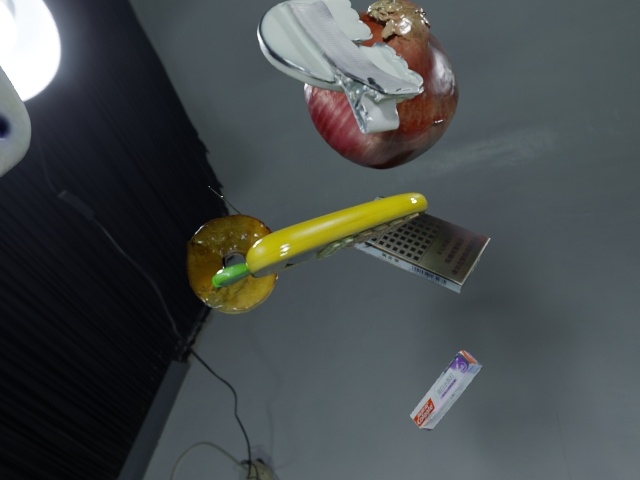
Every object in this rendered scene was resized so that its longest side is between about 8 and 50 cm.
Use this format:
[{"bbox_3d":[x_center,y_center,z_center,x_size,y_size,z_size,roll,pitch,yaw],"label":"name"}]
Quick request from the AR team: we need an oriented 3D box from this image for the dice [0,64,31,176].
[{"bbox_3d":[-0.529,-0.165,0.575,0.194,0.193,0.191,10,43,20],"label":"dice"}]

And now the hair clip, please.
[{"bbox_3d":[0.016,-0.191,0.439,0.140,0.054,0.220,-17,58,-24],"label":"hair clip"}]

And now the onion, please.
[{"bbox_3d":[0.131,-0.326,0.962,0.354,0.353,0.353,-16,38,13],"label":"onion"}]

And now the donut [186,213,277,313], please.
[{"bbox_3d":[-0.161,0.050,0.846,0.175,0.074,0.190,-21,70,-12],"label":"donut"}]

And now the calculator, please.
[{"bbox_3d":[0.000,0.000,0.462,0.235,0.032,0.146,-19,-6,-11],"label":"calculator"}]

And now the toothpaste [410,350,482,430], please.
[{"bbox_3d":[0.272,0.329,0.969,0.196,0.040,0.047,-59,43,16],"label":"toothpaste"}]

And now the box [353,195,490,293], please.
[{"bbox_3d":[0.247,0.001,1.159,0.325,0.047,0.180,25,55,26],"label":"box"}]

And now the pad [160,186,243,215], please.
[{"bbox_3d":[-0.356,-0.137,1.439,0.250,0.324,0.055,33,99,59],"label":"pad"}]
